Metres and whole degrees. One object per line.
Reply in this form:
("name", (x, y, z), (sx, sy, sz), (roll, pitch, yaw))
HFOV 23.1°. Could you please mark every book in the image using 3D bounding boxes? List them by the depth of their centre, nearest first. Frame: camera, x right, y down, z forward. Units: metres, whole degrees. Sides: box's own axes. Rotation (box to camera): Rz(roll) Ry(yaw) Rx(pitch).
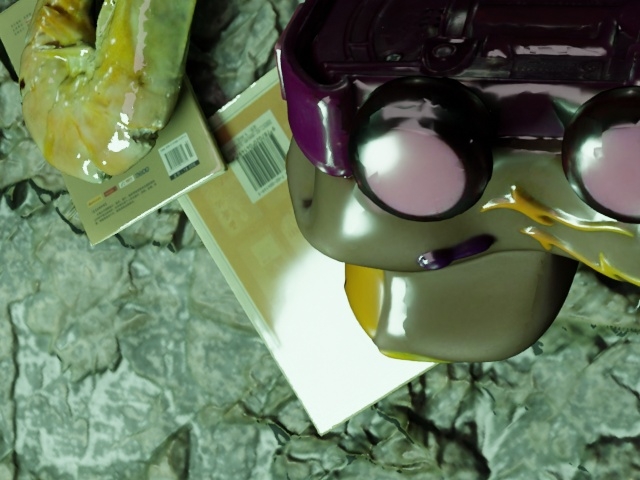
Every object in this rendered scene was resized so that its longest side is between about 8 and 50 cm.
("book", (0.000, 0.000, 1.131), (0.170, 0.018, 0.242), (-34, 84, 29))
("book", (-0.160, -0.112, 1.175), (0.138, 0.016, 0.199), (-27, 82, 28))

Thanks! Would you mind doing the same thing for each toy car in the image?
("toy car", (0.143, -0.048, 0.937), (0.340, 0.271, 0.240), (3, 127, 18))

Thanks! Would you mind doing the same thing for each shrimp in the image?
("shrimp", (-0.141, -0.173, 1.118), (0.145, 0.061, 0.267), (32, 110, 30))
